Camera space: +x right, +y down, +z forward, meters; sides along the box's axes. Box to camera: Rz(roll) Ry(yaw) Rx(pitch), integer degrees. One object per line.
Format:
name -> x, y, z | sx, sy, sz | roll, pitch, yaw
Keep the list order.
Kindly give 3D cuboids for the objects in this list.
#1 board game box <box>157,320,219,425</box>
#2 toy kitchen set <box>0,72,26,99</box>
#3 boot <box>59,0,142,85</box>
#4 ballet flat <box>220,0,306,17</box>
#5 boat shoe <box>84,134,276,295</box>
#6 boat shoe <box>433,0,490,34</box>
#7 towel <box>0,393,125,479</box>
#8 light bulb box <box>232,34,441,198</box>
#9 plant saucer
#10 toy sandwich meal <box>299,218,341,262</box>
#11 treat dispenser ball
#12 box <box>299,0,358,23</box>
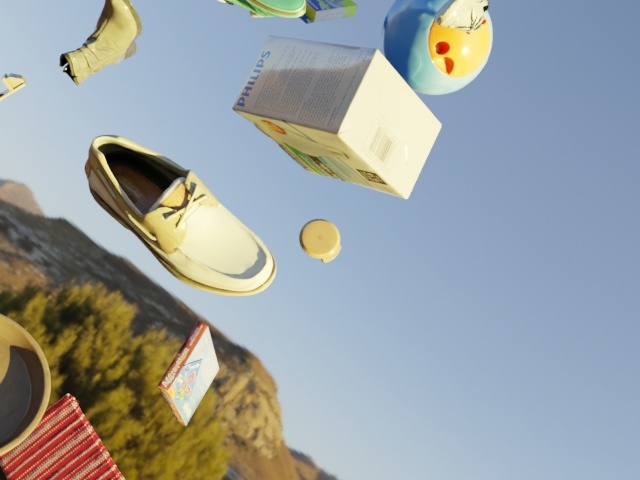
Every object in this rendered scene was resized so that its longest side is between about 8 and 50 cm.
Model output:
board game box -> -0.260, 0.273, 1.567 | 0.027, 0.145, 0.281 | 24, -25, 9
toy kitchen set -> -0.380, -0.189, 0.870 | 0.075, 0.068, 0.083 | 60, -4, -27
boot -> -0.453, -0.403, 1.588 | 0.083, 0.161, 0.246 | 50, -21, 3
ballet flat -> -0.136, -0.455, 1.411 | 0.247, 0.083, 0.087 | 26, -21, 4
boat shoe -> -0.192, -0.033, 1.033 | 0.302, 0.113, 0.103 | 31, -26, 11
boat shoe -> 0.291, -0.453, 1.535 | 0.081, 0.227, 0.079 | 48, -54, -6
towel -> -0.484, 0.461, 1.493 | 0.275, 0.199, 0.031 | 51, 1, 19
light bulb box -> 0.044, -0.308, 1.944 | 0.361, 0.225, 0.358 | 19, -11, 40
plant saucer -> -0.556, 0.220, 1.183 | 0.278, 0.278, 0.041 | 40, -48, 6
toy sandwich meal -> 0.000, 0.000, 1.466 | 0.085, 0.085, 0.029 | 40, -16, 6
treat dispenser ball -> 0.301, -0.525, 2.026 | 0.288, 0.288, 0.288 | 37, -17, 14
box -> 0.004, -0.670, 2.220 | 0.109, 0.178, 0.042 | 48, -40, 29
